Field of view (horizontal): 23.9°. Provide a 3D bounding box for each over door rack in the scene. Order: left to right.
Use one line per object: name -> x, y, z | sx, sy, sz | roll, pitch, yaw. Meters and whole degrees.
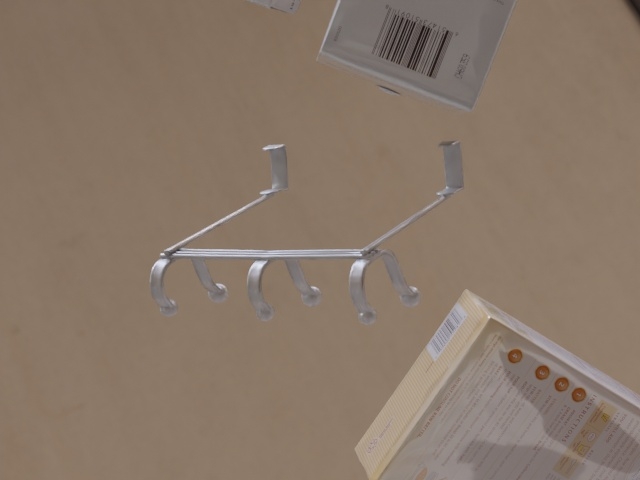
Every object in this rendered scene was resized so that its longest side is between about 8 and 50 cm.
over door rack -> 0.000, 0.000, 1.583 | 0.240, 0.108, 0.324 | 1, 26, 23

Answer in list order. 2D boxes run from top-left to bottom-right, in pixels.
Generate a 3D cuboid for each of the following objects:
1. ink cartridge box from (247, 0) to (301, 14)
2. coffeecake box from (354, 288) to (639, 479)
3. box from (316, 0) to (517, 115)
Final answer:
ink cartridge box -> -0.067, -0.239, 1.197 | 0.052, 0.122, 0.088 | -4, -66, -69
coffeecake box -> 0.143, 0.145, 1.055 | 0.142, 0.185, 0.068 | -56, 16, 8
box -> 0.110, -0.250, 1.652 | 0.119, 0.181, 0.181 | -140, 71, -87
